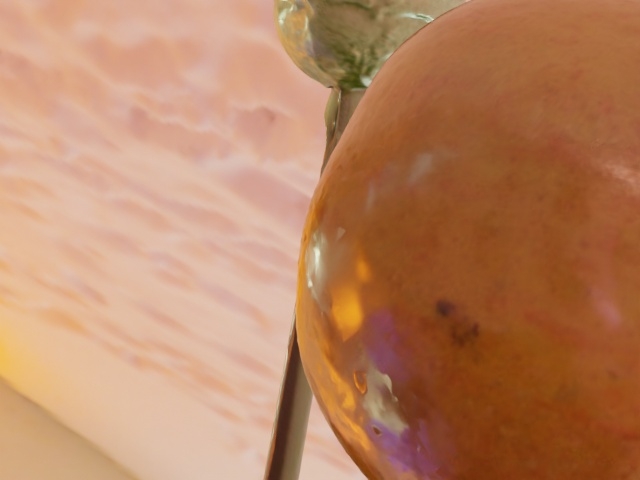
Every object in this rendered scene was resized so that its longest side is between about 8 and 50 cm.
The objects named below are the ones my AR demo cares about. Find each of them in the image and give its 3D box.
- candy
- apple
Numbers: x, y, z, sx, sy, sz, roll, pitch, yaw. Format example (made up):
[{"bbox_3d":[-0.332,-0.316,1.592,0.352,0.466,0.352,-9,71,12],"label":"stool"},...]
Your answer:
[{"bbox_3d":[0.000,0.000,0.801,0.119,0.440,0.119,11,-176,-1],"label":"candy"},{"bbox_3d":[0.076,0.014,0.396,0.155,0.182,0.182,18,158,14],"label":"apple"}]
